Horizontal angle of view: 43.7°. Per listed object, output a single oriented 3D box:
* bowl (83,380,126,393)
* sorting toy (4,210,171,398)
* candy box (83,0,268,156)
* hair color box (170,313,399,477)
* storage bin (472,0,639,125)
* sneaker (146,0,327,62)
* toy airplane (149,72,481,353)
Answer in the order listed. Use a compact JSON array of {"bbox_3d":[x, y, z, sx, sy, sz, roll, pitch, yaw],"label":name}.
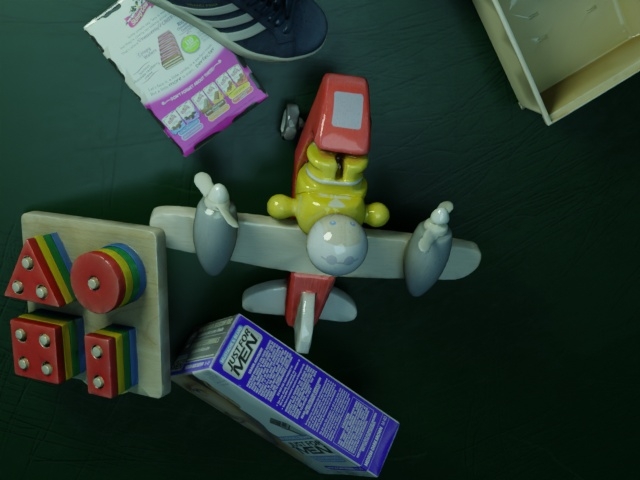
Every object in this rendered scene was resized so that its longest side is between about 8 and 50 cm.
[{"bbox_3d":[-0.322,0.151,1.272,0.170,0.080,0.170,6,105,25],"label":"bowl"},{"bbox_3d":[-0.355,0.100,1.179,0.257,0.089,0.255,7,105,26],"label":"sorting toy"},{"bbox_3d":[-0.209,-0.264,1.176,0.159,0.071,0.233,-36,111,1],"label":"candy box"},{"bbox_3d":[-0.061,0.260,1.301,0.339,0.185,0.110,38,61,-18],"label":"hair color box"},{"bbox_3d":[0.386,-0.363,1.223,0.260,0.123,0.262,-31,110,1],"label":"storage bin"},{"bbox_3d":[-0.108,-0.345,1.078,0.350,0.148,0.131,13,76,-36],"label":"sneaker"},{"bbox_3d":[0.000,0.000,1.191,0.386,0.272,0.384,-36,110,4],"label":"toy airplane"}]
